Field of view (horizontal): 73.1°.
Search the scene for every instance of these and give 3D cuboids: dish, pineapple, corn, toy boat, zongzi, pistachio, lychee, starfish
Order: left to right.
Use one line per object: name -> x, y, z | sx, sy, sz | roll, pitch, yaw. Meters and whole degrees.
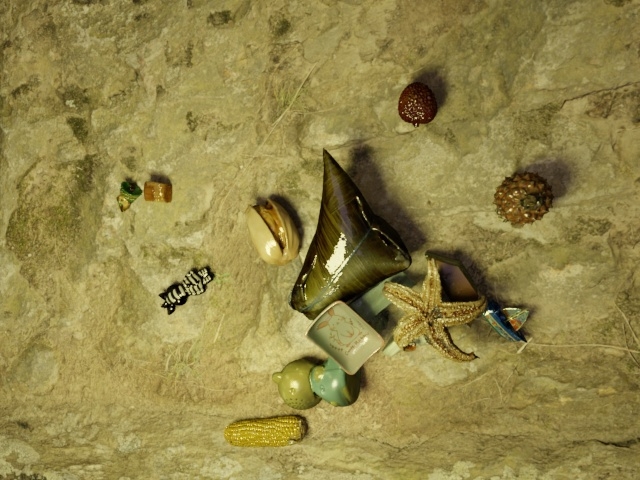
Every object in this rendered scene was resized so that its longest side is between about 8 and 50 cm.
corn -> -0.193, 0.666, 1.492 | 0.293, 0.106, 0.106 | -11, 92, 14
pistachio -> -0.157, -0.028, 1.413 | 0.157, 0.157, 0.229 | -28, 83, 12
zongzi -> 0.000, 0.000, 1.315 | 0.403, 0.208, 0.432 | -35, 104, 14
dish -> 0.068, 0.277, 1.284 | 0.151, 0.077, 0.212 | -45, 108, 4
lychee -> 0.288, -0.407, 1.297 | 0.123, 0.123, 0.129 | -18, 103, 12
starfish -> 0.332, 0.201, 1.255 | 0.303, 0.113, 0.312 | -8, 93, 19
toy boat -> 0.576, 0.239, 1.305 | 0.175, 0.091, 0.110 | 48, 118, 0
pineapple -> 0.576, -0.116, 1.225 | 0.166, 0.193, 0.166 | 2, 99, 12

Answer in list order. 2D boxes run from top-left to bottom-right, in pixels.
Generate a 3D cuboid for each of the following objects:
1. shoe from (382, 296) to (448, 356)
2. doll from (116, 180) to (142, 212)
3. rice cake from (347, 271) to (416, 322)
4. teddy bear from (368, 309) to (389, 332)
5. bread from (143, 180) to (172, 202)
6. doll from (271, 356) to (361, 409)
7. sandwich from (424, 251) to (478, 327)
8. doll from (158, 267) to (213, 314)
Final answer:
shoe -> 0.320, 0.298, 1.361 | 0.265, 0.095, 0.110 | -45, 86, 9
doll -> -0.687, -0.155, 1.556 | 0.078, 0.077, 0.113 | 57, 134, 27
rice cake -> 0.195, 0.173, 1.364 | 0.226, 0.040, 0.085 | -35, 86, -11
teddy bear -> 0.126, 0.295, 1.391 | 0.213, 0.111, 0.133 | -42, 90, 13
bread -> -0.570, -0.168, 1.512 | 0.083, 0.077, 0.070 | 5, 92, 10
doll -> -0.013, 0.460, 1.396 | 0.261, 0.161, 0.177 | -12, 136, 23
sandwich -> 0.417, 0.134, 1.328 | 0.096, 0.094, 0.258 | -33, 89, 17
doll -> -0.475, 0.173, 1.526 | 0.219, 0.067, 0.091 | -33, 84, 6
